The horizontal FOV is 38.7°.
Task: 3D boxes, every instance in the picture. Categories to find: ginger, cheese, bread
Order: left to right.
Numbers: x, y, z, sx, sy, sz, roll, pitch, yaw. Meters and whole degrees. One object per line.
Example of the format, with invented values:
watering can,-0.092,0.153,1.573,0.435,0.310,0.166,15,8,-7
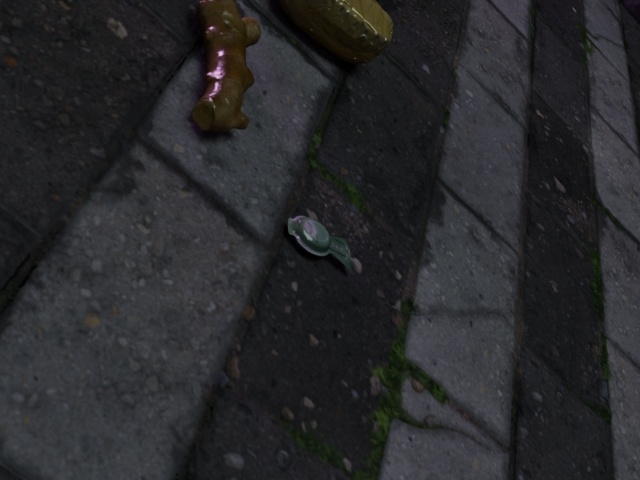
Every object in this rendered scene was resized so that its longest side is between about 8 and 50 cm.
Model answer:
ginger,-0.147,-0.263,1.363,0.118,0.065,0.299,28,43,-26
cheese,0.000,0.000,1.326,0.120,0.026,0.067,27,41,-33
bread,0.024,-0.417,1.669,0.236,0.106,0.140,34,36,-26
